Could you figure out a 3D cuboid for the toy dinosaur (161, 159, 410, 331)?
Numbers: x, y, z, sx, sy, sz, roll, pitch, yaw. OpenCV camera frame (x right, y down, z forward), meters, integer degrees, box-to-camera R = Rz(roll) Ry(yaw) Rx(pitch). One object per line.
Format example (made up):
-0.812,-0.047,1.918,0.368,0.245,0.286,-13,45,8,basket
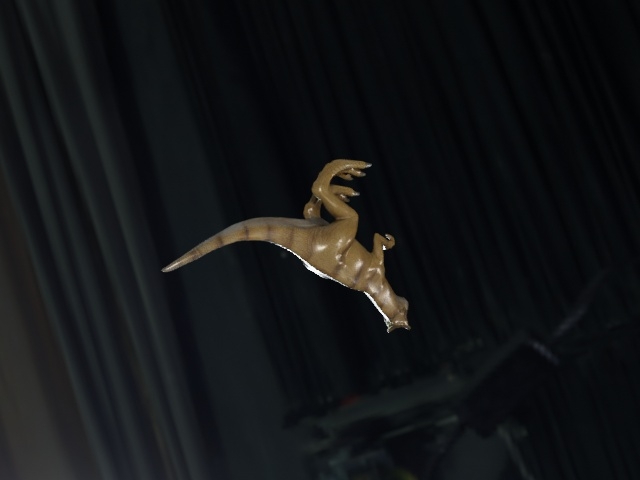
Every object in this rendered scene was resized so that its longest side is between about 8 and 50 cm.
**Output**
0.000,0.000,0.981,0.212,0.112,0.064,25,148,-33,toy dinosaur
